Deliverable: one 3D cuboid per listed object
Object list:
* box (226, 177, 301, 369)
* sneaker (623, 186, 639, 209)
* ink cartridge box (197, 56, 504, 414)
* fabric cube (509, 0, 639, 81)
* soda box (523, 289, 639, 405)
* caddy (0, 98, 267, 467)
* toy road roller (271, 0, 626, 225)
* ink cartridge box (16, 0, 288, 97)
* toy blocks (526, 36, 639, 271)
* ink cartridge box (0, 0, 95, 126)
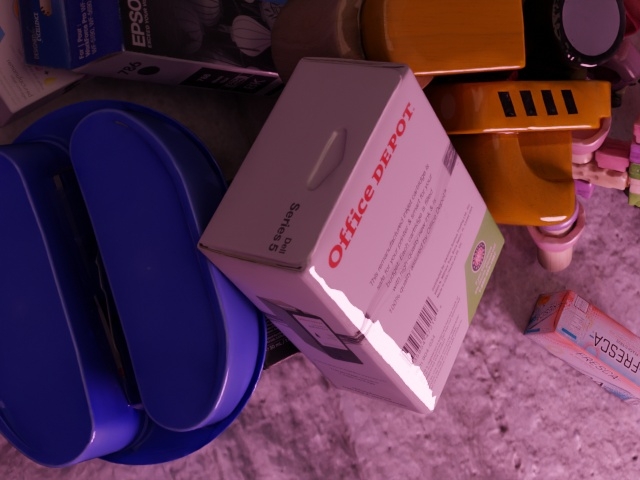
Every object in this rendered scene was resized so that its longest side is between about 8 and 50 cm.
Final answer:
[{"bbox_3d":[0.000,0.000,1.099,0.261,0.103,0.184,-22,94,-27],"label":"box"},{"bbox_3d":[0.496,0.008,1.334,0.286,0.109,0.130,32,75,-7],"label":"sneaker"},{"bbox_3d":[0.041,0.001,0.930,0.198,0.114,0.273,-63,142,-20],"label":"ink cartridge box"},{"bbox_3d":[0.296,-0.374,1.213,0.258,0.259,0.254,-42,101,-19],"label":"fabric cube"},{"bbox_3d":[0.334,0.130,1.264,0.183,0.063,0.058,33,69,-17],"label":"soda box"},{"bbox_3d":[-0.186,0.039,0.948,0.241,0.179,0.341,-16,89,4],"label":"caddy"},{"bbox_3d":[0.130,-0.130,1.024,0.329,0.202,0.241,-6,95,-28],"label":"toy road roller"},{"bbox_3d":[-0.133,-0.236,1.046,0.332,0.065,0.165,-1,76,-39],"label":"ink cartridge box"},{"bbox_3d":[0.392,-0.113,1.167,0.288,0.260,0.309,14,71,18],"label":"toy blocks"},{"bbox_3d":[-0.255,-0.201,1.029,0.181,0.061,0.104,-36,99,-27],"label":"ink cartridge box"}]
